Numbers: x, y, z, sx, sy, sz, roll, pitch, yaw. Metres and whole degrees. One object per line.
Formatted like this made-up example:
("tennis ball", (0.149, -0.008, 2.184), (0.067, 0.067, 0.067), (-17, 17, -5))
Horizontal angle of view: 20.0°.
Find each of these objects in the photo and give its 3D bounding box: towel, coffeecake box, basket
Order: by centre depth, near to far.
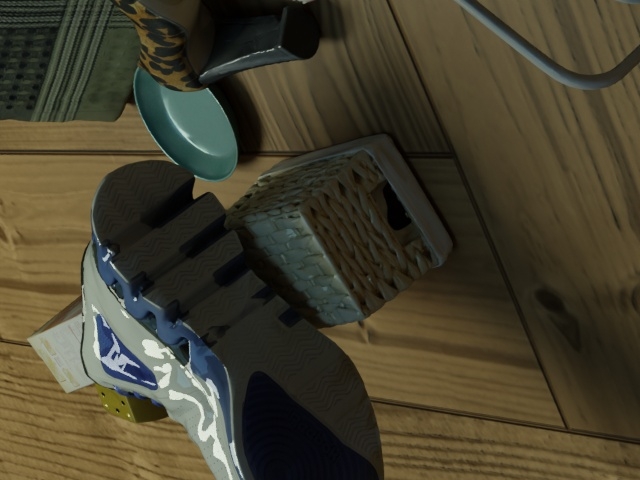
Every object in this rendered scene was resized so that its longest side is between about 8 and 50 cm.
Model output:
("basket", (0.000, 0.000, 1.402), (0.167, 0.103, 0.113), (-13, 112, 55))
("towel", (-0.276, -0.188, 1.415), (0.324, 0.312, 0.056), (121, 140, -56))
("coffeecake box", (-0.159, 0.057, 1.619), (0.068, 0.142, 0.185), (55, 147, -8))

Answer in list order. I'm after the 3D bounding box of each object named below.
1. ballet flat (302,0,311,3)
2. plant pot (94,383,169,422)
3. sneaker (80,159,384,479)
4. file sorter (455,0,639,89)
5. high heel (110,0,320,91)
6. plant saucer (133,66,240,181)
("ballet flat", (-0.064, -0.262, 1.257), (0.241, 0.091, 0.077), (52, 178, 5))
("plant pot", (-0.174, 0.132, 1.770), (0.081, 0.083, 0.081), (17, 136, 41))
("sneaker", (-0.087, 0.097, 1.414), (0.315, 0.127, 0.182), (57, 153, 3))
("file sorter", (0.157, -0.242, 0.883), (0.173, 0.193, 0.277), (39, 146, 13))
("high heel", (-0.150, -0.186, 1.330), (0.261, 0.093, 0.186), (31, 157, -37))
("plant saucer", (-0.106, -0.104, 1.504), (0.119, 0.021, 0.119), (31, 142, 28))
